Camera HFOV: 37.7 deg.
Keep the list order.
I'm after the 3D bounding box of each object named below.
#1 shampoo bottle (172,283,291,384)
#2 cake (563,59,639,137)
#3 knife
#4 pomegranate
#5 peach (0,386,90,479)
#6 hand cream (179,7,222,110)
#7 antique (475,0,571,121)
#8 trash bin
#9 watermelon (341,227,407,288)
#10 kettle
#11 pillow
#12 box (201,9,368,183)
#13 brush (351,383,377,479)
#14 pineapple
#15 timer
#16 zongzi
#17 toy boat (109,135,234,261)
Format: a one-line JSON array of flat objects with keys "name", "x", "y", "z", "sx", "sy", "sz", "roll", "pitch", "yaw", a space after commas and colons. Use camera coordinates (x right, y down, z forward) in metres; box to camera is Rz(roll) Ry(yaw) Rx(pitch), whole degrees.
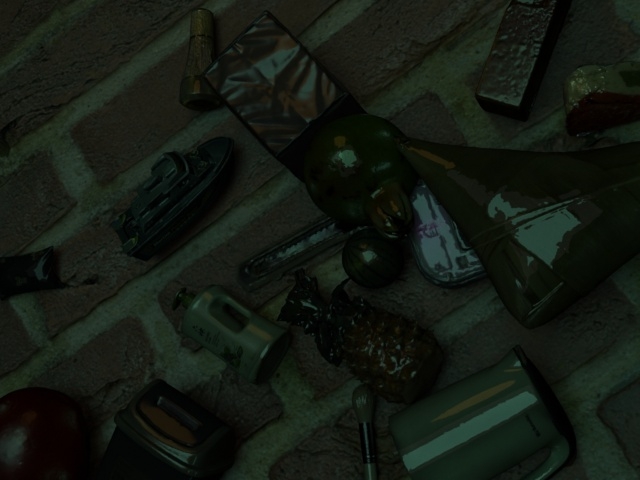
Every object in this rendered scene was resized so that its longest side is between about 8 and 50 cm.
[{"name": "shampoo bottle", "x": -0.177, "y": 0.157, "z": 1.728, "sx": 0.234, "sy": 0.087, "sz": 0.118, "roll": 32, "pitch": 98, "yaw": 21}, {"name": "cake", "x": 0.498, "y": -0.250, "z": 1.527, "sx": 0.221, "sy": 0.117, "sz": 0.086, "roll": -16, "pitch": 71, "yaw": 18}, {"name": "knife", "x": -0.002, "y": -0.001, "z": 1.713, "sx": 0.365, "sy": 0.043, "sz": 0.089, "roll": -26, "pitch": 75, "yaw": 15}, {"name": "pomegranate", "x": 0.057, "y": -0.101, "z": 1.584, "sx": 0.190, "sy": 0.159, "sz": 0.240, "roll": -20, "pitch": 67, "yaw": 35}, {"name": "peach", "x": -0.543, "y": 0.396, "z": 1.769, "sx": 0.244, "sy": 0.199, "sz": 0.243, "roll": -1, "pitch": 83, "yaw": 10}, {"name": "hand cream", "x": -0.235, "y": -0.359, "z": 1.833, "sx": 0.084, "sy": 0.084, "sz": 0.203, "roll": -7, "pitch": 77, "yaw": 19}, {"name": "antique", "x": 0.360, "y": -0.368, "z": 1.607, "sx": 0.087, "sy": 0.093, "sz": 0.309, "roll": 20, "pitch": 89, "yaw": 21}, {"name": "trash bin", "x": -0.290, "y": 0.417, "z": 1.687, "sx": 0.209, "sy": 0.182, "sz": 0.290, "roll": 29, "pitch": 98, "yaw": 21}, {"name": "watermelon", "x": 0.101, "y": 0.039, "z": 1.643, "sx": 0.133, "sy": 0.105, "sz": 0.105, "roll": 35, "pitch": 96, "yaw": -14}, {"name": "kettle", "x": 0.272, "y": 0.320, "z": 1.516, "sx": 0.255, "sy": 0.165, "sz": 0.240, "roll": -31, "pitch": 103, "yaw": 8}, {"name": "pillow", "x": -0.602, "y": 0.068, "z": 1.919, "sx": 0.150, "sy": 0.048, "sz": 0.090, "roll": -9, "pitch": 76, "yaw": 16}, {"name": "box", "x": -0.062, "y": -0.262, "z": 1.716, "sx": 0.188, "sy": 0.153, "sz": 0.252, "roll": -42, "pitch": 69, "yaw": 9}, {"name": "brush", "x": 0.085, "y": 0.399, "z": 1.629, "sx": 0.042, "sy": 0.039, "sz": 0.299, "roll": -7, "pitch": 83, "yaw": 23}, {"name": "pineapple", "x": 0.061, "y": 0.151, "z": 1.619, "sx": 0.310, "sy": 0.141, "sz": 0.170, "roll": 30, "pitch": 123, "yaw": 28}, {"name": "timer", "x": 0.238, "y": -0.031, "z": 1.608, "sx": 0.191, "sy": 0.069, "sz": 0.208, "roll": -22, "pitch": 77, "yaw": 8}, {"name": "zongzi", "x": 0.395, "y": -0.125, "z": 1.473, "sx": 0.447, "sy": 0.181, "sz": 0.418, "roll": -38, "pitch": 80, "yaw": 3}, {"name": "toy boat", "x": -0.275, "y": -0.093, "z": 1.785, "sx": 0.296, "sy": 0.122, "sz": 0.114, "roll": -44, "pitch": 47, "yaw": 6}]
